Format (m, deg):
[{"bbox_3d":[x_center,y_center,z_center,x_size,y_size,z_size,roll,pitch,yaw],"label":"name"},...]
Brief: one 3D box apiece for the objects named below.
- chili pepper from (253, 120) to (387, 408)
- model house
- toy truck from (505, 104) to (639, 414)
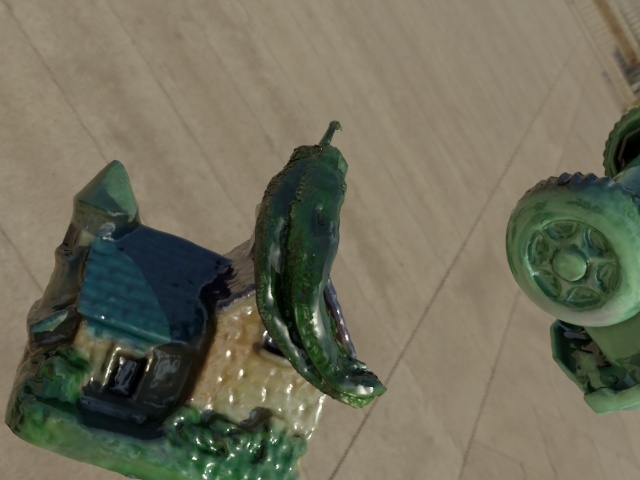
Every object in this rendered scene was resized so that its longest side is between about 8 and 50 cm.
[{"bbox_3d":[0.000,0.000,0.745,0.122,0.065,0.278,23,60,-48],"label":"chili pepper"},{"bbox_3d":[-0.135,0.081,0.904,0.312,0.280,0.245,22,2,-14],"label":"model house"},{"bbox_3d":[0.215,-0.025,0.345,0.156,0.279,0.155,52,44,6],"label":"toy truck"}]
